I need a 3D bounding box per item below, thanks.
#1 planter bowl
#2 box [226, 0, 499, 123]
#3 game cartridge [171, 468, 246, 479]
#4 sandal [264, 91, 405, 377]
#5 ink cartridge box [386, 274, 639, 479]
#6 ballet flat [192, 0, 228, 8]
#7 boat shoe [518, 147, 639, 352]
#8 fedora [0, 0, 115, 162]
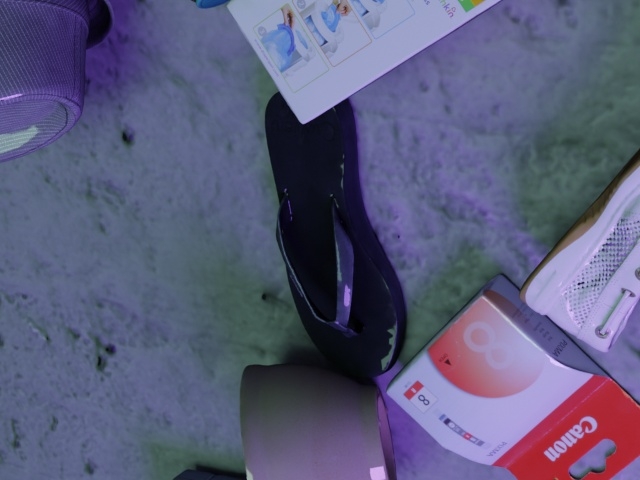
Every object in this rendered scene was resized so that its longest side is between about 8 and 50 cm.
[{"bbox_3d":[0.004,0.175,1.195,0.109,0.162,0.162,-11,110,7],"label":"planter bowl"},{"bbox_3d":[0.056,-0.182,0.987,0.203,0.114,0.103,-29,95,38],"label":"box"},{"bbox_3d":[-0.022,0.390,1.373,0.230,0.068,0.355,8,118,33],"label":"game cartridge"},{"bbox_3d":[-0.001,0.000,1.155,0.097,0.054,0.254,-3,112,33],"label":"sandal"},{"bbox_3d":[0.157,0.135,1.135,0.179,0.045,0.145,45,130,7],"label":"ink cartridge box"},{"bbox_3d":[-0.032,-0.250,1.039,0.231,0.077,0.077,-27,81,40],"label":"ballet flat"},{"bbox_3d":[0.243,-0.021,0.970,0.096,0.098,0.277,41,138,7],"label":"boat shoe"},{"bbox_3d":[-0.296,-0.132,1.139,0.276,0.244,0.124,-7,79,5],"label":"fedora"}]
